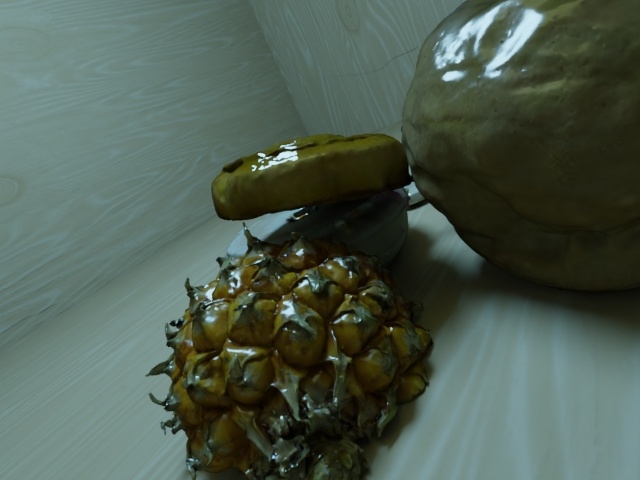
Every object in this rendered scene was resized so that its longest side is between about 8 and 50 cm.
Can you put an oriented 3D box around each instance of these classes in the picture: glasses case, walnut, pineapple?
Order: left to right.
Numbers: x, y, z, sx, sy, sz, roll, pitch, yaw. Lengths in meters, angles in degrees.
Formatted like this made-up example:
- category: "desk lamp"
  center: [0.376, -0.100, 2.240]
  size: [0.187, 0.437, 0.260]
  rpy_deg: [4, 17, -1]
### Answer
- category: "pineapple"
  center: [-0.040, 0.102, 0.421]
  size: [0.344, 0.209, 0.286]
  rpy_deg: [-24, 17, -1]
- category: "glasses case"
  center: [0.211, -0.127, 1.027]
  size: [0.081, 0.051, 0.204]
  rpy_deg: [-25, 17, 5]
- category: "walnut"
  center: [0.277, -0.131, 0.464]
  size: [0.383, 0.384, 0.383]
  rpy_deg: [-23, 17, 7]

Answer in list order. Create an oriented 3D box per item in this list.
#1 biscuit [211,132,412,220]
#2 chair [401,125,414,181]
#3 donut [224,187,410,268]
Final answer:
- category: "biscuit"
  center: [-0.016, -0.098, 0.610]
  size: [0.296, 0.102, 0.296]
  rpy_deg: [-11, 9, 2]
- category: "chair"
  center: [0.259, -0.144, 0.736]
  size: [0.229, 0.113, 0.106]
  rpy_deg: [-4, 14, -32]
- category: "donut"
  center: [0.000, 0.000, 0.788]
  size: [0.382, 0.143, 0.383]
  rpy_deg: [-23, 17, 7]
